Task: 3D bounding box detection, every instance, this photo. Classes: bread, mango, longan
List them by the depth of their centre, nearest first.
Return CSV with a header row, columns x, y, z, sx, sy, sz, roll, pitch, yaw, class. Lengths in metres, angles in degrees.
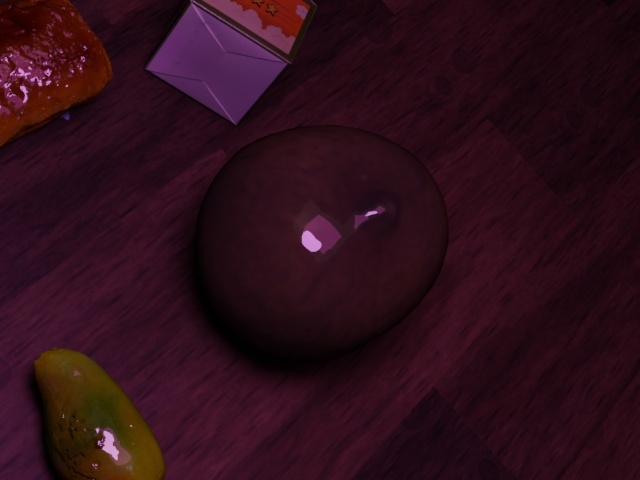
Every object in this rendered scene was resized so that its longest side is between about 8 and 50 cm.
x,y,z,sx,sy,sz,roll,pitch,yaw,class
-0.291,0.241,1.609,0.125,0.111,0.233,-33,83,-43,mango
-0.469,-0.212,1.737,0.380,0.109,0.185,-36,92,-35,bread
0.000,0.000,1.775,0.361,0.361,0.361,14,59,-24,longan

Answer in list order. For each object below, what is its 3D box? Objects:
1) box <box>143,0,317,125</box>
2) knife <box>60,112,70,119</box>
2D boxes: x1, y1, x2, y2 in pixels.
x,y,z,sx,sy,sz,roll,pitch,yaw,class
-0.138,-0.314,1.943,0.177,0.195,0.148,31,54,-13,box
-0.495,-0.256,1.813,0.313,0.019,0.044,28,58,-17,knife
